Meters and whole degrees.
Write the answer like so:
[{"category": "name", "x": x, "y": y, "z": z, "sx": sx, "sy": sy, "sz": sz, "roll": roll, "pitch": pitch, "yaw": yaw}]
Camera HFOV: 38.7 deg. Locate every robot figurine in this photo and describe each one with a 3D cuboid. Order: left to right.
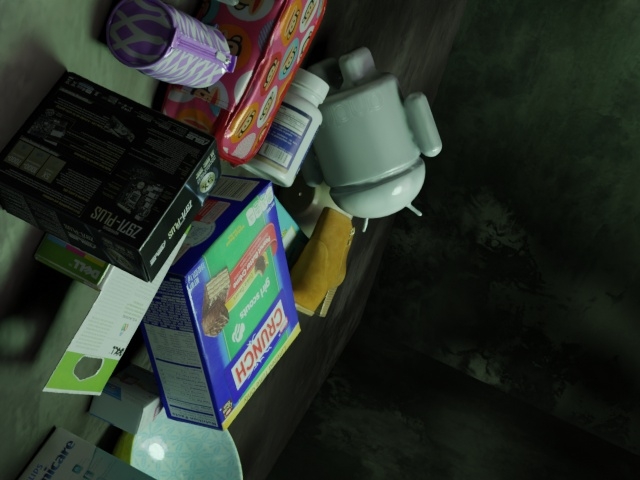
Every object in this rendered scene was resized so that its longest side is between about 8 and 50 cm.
[{"category": "robot figurine", "x": 0.085, "y": -0.195, "z": 1.796, "sx": 0.200, "sy": 0.299, "sz": 0.354, "roll": -42, "pitch": 115, "yaw": -58}]

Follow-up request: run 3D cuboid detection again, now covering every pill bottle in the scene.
[{"category": "pill bottle", "x": -0.062, "y": -0.197, "z": 1.563, "sx": 0.187, "sy": 0.112, "sz": 0.112, "roll": -64, "pitch": 169, "yaw": -5}]

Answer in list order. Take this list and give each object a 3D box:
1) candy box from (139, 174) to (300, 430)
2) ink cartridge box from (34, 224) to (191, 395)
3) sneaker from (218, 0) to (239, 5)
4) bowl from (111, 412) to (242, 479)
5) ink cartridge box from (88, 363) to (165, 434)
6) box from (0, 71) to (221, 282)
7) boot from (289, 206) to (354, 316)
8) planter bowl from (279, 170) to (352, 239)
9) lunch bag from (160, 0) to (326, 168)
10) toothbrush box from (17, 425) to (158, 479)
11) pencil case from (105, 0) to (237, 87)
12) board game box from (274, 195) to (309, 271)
[{"category": "candy box", "x": -0.161, "y": 0.098, "z": 1.456, "sx": 0.268, "sy": 0.122, "sz": 0.317, "roll": -52, "pitch": 144, "yaw": -45}, {"category": "ink cartridge box", "x": -0.279, "y": 0.054, "z": 1.124, "sx": 0.255, "sy": 0.097, "sz": 0.189, "roll": -62, "pitch": 169, "yaw": -7}, {"category": "sneaker", "x": -0.086, "y": -0.370, "z": 1.008, "sx": 0.086, "sy": 0.132, "sz": 0.229, "roll": -46, "pitch": 158, "yaw": -60}, {"category": "bowl", "x": -0.291, "y": 0.441, "z": 1.662, "sx": 0.156, "sy": 0.290, "sz": 0.289, "roll": -21, "pitch": -164, "yaw": 31}, {"category": "ink cartridge box", "x": -0.300, "y": 0.253, "z": 1.469, "sx": 0.122, "sy": 0.088, "sz": 0.052, "roll": -33, "pitch": 143, "yaw": -71}, {"category": "box", "x": -0.215, "y": -0.066, "z": 0.929, "sx": 0.147, "sy": 0.180, "sz": 0.077, "roll": -60, "pitch": 168, "yaw": -25}, {"category": "boot", "x": -0.018, "y": 0.035, "z": 1.756, "sx": 0.295, "sy": 0.104, "sz": 0.211, "roll": 20, "pitch": 86, "yaw": -72}, {"category": "planter bowl", "x": -0.021, "y": -0.088, "z": 1.950, "sx": 0.109, "sy": 0.162, "sz": 0.162, "roll": 22, "pitch": 93, "yaw": -52}, {"category": "lunch bag", "x": -0.099, "y": -0.252, "z": 1.277, "sx": 0.293, "sy": 0.120, "sz": 0.258, "roll": -64, "pitch": 173, "yaw": 2}, {"category": "toothbrush box", "x": -0.292, "y": 0.431, "z": 1.352, "sx": 0.126, "sy": 0.295, "sz": 0.216, "roll": -57, "pitch": 167, "yaw": -34}, {"category": "pencil case", "x": -0.169, "y": -0.224, "z": 1.055, "sx": 0.206, "sy": 0.088, "sz": 0.086, "roll": -16, "pitch": 128, "yaw": -75}, {"category": "board game box", "x": -0.125, "y": 0.072, "z": 1.760, "sx": 0.254, "sy": 0.079, "sz": 0.336, "roll": -63, "pitch": 156, "yaw": -12}]
